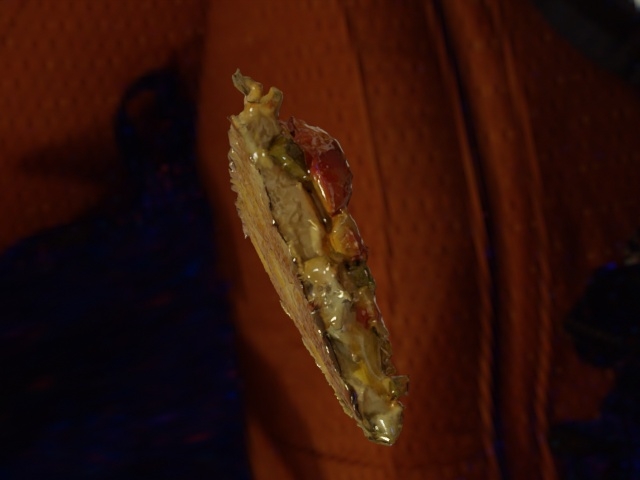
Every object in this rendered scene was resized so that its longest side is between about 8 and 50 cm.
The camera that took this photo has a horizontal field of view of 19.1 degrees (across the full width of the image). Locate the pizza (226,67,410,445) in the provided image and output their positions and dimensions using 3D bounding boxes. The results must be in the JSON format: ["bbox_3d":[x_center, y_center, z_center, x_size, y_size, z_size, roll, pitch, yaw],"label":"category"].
[{"bbox_3d":[0.005,0.013,0.529,0.100,0.029,0.099,80,164,-65],"label":"pizza"}]
